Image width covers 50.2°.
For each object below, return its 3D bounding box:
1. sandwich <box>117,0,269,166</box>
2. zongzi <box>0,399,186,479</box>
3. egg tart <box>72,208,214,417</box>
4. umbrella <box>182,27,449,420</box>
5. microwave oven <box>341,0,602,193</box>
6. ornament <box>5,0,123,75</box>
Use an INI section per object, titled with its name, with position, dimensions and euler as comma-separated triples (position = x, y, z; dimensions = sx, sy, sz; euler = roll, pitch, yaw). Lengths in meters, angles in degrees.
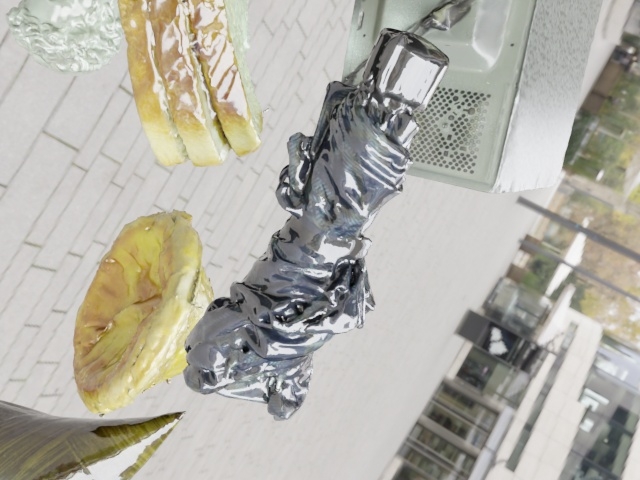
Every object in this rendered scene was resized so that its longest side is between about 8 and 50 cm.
[sandwich]
position = -0.114, -0.228, 0.657
dimensions = 0.288, 0.100, 0.254
euler = -91, 174, -54
[zongzi]
position = -0.483, 0.313, 1.154
dimensions = 0.432, 0.403, 0.208
euler = -45, 157, -1
[egg tart]
position = -0.271, 0.120, 1.083
dimensions = 0.132, 0.341, 0.341
euler = 25, 95, -37
[umbrella]
position = 0.002, 0.002, 0.354
dimensions = 0.224, 0.080, 0.071
euler = -62, -160, 21
[microwave oven]
position = 0.214, -0.300, 0.914
dimensions = 0.374, 0.236, 0.431
euler = -11, 114, -57
[ornament]
position = -0.269, -0.334, 0.844
dimensions = 0.130, 0.120, 0.285
euler = 35, 80, -43
